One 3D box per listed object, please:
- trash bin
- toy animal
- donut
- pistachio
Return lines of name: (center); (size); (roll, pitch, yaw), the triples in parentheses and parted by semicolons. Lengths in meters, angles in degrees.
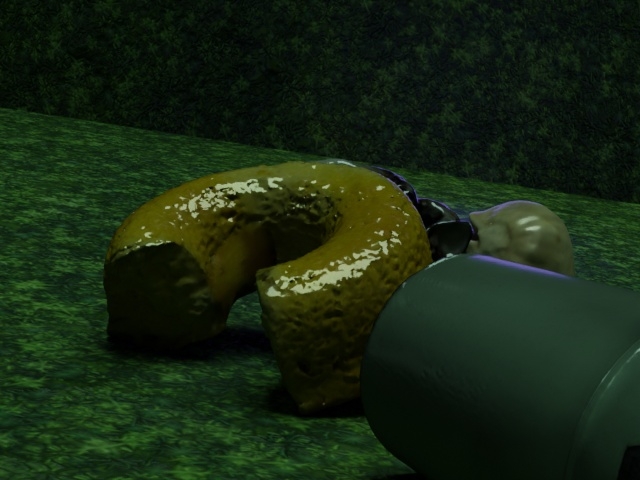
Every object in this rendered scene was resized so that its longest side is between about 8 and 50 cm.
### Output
trash bin: (0.247, 0.168, 1.280); (0.280, 0.280, 0.432); (2, 9, -29)
toy animal: (0.107, 0.015, 2.095); (0.302, 0.194, 0.344); (8, 33, -18)
donut: (-0.054, 0.021, 1.755); (0.435, 0.163, 0.377); (11, 36, 30)
pistachio: (0.328, 0.031, 2.275); (0.214, 0.193, 0.318); (36, 7, 10)
